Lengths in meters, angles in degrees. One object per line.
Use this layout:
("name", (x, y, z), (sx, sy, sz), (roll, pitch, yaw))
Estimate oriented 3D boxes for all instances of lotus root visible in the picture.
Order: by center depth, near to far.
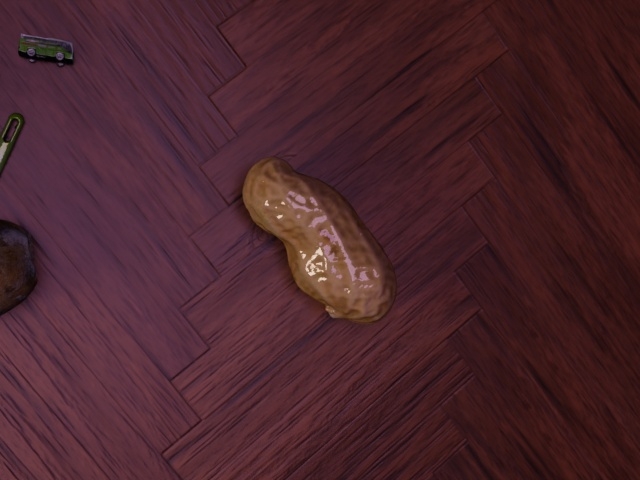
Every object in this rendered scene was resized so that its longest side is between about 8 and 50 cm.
("lotus root", (-0.570, 0.066, 1.216), (0.322, 0.140, 0.158), (-21, 64, -13))

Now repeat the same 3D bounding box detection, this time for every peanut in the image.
("peanut", (0.000, 0.000, 1.375), (0.153, 0.140, 0.325), (-43, 97, 6))

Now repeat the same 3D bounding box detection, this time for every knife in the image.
("knife", (-0.517, -0.104, 1.306), (0.054, 0.015, 0.212), (25, 84, -10))

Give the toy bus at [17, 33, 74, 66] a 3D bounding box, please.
("toy bus", (-0.428, -0.297, 1.326), (0.083, 0.031, 0.037), (6, 78, -14))
